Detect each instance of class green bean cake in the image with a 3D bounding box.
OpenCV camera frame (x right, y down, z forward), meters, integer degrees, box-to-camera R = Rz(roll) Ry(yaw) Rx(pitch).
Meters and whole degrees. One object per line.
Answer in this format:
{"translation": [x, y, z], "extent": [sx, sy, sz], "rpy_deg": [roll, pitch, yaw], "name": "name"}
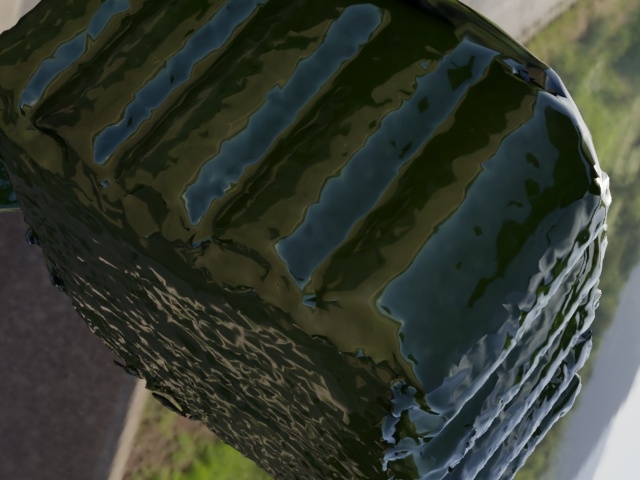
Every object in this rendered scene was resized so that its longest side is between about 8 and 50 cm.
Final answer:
{"translation": [0.000, 0.000, 0.658], "extent": [0.218, 0.319, 0.335], "rpy_deg": [-48, 159, -20], "name": "green bean cake"}

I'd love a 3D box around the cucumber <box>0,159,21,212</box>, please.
{"translation": [-0.191, -0.073, 0.920], "extent": [0.145, 0.325, 0.105], "rpy_deg": [-2, -90, 63], "name": "cucumber"}
